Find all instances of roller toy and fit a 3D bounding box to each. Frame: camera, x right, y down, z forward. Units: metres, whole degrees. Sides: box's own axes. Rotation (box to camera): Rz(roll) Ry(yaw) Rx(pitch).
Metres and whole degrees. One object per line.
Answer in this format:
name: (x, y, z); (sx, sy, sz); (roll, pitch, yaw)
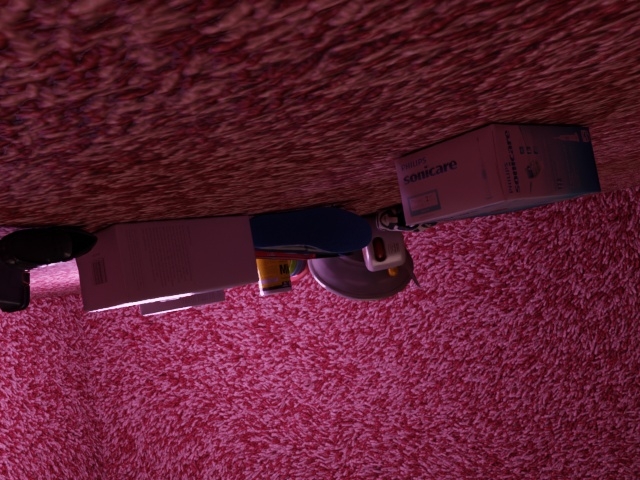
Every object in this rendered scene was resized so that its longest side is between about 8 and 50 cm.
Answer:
roller toy: (0.217, 0.005, 2.168); (0.146, 0.209, 0.191); (-11, 152, -1)

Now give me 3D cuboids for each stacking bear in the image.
stacking bear: (-0.186, 0.082, 2.692); (0.164, 0.175, 0.289); (-10, 170, 40)

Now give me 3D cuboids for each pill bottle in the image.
pill bottle: (-0.174, 0.087, 2.247); (0.119, 0.209, 0.119); (-10, 177, -1)

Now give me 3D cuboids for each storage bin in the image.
storage bin: (-0.710, 0.089, 1.404); (0.098, 0.135, 0.091); (-12, 167, 23)

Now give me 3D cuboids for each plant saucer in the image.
plant saucer: (0.154, 0.051, 2.345); (0.400, 0.400, 0.101); (-9, 133, -15)

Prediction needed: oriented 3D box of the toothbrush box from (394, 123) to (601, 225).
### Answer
toothbrush box: (0.313, -0.114, 1.109); (0.295, 0.126, 0.216); (-6, 174, -40)

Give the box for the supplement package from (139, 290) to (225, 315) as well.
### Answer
supplement package: (-0.459, 0.123, 2.057); (0.262, 0.199, 0.198); (-10, 177, -11)

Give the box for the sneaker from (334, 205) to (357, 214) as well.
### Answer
sneaker: (0.052, -0.026, 1.804); (0.099, 0.121, 0.262); (-10, 177, 15)

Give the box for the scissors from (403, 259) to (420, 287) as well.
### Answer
scissors: (0.288, 0.036, 2.259); (0.109, 0.297, 0.021); (-40, 157, -9)

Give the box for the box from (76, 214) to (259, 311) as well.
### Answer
box: (-0.349, 0.049, 1.455); (0.345, 0.168, 0.215); (-6, 174, -45)

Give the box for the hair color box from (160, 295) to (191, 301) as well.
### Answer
hair color box: (-0.428, 0.087, 1.819); (0.093, 0.167, 0.053); (-13, 175, 38)

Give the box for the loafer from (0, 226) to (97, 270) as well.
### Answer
loafer: (-0.495, 0.007, 1.155); (0.078, 0.076, 0.223); (-16, 180, 14)

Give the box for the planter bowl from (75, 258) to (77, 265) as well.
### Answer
planter bowl: (-0.572, 0.075, 1.698); (0.162, 0.109, 0.162); (-11, 177, -1)

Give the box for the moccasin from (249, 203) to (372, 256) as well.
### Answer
moccasin: (-0.041, -0.029, 1.626); (0.341, 0.138, 0.117); (5, 172, -13)

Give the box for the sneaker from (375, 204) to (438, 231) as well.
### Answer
sneaker: (0.309, -0.073, 2.010); (0.234, 0.094, 0.153); (1, -178, -18)

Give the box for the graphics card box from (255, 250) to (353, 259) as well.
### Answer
graphics card box: (-0.063, 0.007, 1.940); (0.232, 0.094, 0.371); (1, 180, 23)
